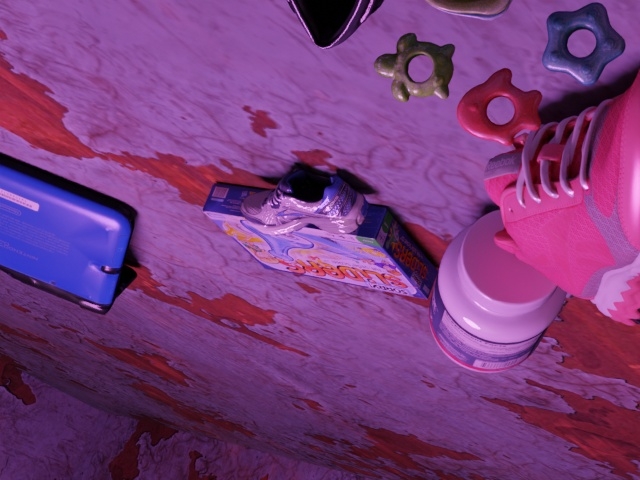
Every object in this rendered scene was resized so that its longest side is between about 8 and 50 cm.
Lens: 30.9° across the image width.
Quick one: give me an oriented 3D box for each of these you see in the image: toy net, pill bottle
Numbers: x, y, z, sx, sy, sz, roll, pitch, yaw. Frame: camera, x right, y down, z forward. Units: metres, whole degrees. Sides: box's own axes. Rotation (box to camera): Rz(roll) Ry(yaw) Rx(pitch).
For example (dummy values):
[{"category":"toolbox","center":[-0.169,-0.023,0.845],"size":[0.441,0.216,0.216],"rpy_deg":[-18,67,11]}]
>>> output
[{"category":"toy net","center":[0.143,-0.093,0.577],"size":[0.232,0.122,0.045],"rpy_deg":[22,-171,15]},{"category":"pill bottle","center":[0.150,0.041,0.979],"size":[0.108,0.108,0.180],"rpy_deg":[19,161,7]}]

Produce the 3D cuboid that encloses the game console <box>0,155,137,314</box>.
[{"category":"game console","center":[-0.367,-0.041,1.461],"size":[0.293,0.173,0.250],"rpy_deg":[22,131,-2]}]

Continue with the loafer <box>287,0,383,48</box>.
[{"category":"loafer","center":[0.006,-0.172,0.569],"size":[0.076,0.078,0.223],"rpy_deg":[17,162,12]}]

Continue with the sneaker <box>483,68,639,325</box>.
[{"category":"sneaker","center":[0.169,-0.029,0.743],"size":[0.136,0.115,0.314],"rpy_deg":[19,162,12]}]

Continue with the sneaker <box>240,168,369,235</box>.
[{"category":"sneaker","center":[-0.022,-0.041,1.048],"size":[0.135,0.052,0.058],"rpy_deg":[-2,142,36]}]

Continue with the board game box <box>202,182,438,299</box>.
[{"category":"board game box","center":[0.000,0.000,1.147],"size":[0.201,0.035,0.136],"rpy_deg":[9,159,33]}]
